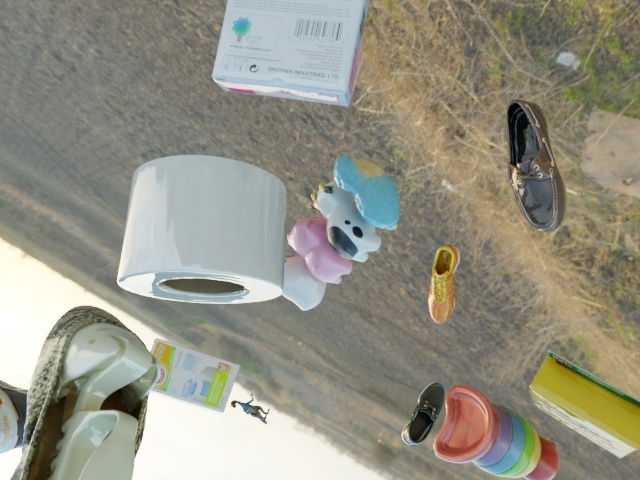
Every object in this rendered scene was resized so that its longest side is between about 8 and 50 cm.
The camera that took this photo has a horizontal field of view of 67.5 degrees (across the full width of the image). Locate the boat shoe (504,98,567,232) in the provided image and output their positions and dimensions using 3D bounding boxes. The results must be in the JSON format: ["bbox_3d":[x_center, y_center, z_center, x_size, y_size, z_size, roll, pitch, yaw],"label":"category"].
[{"bbox_3d":[0.319,-0.114,0.732,0.073,0.207,0.073,-19,164,41],"label":"boat shoe"}]

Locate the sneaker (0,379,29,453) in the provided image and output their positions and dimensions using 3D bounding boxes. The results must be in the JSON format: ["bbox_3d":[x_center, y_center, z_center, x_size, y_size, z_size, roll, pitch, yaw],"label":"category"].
[{"bbox_3d":[-0.643,0.319,0.878,0.321,0.126,0.127,-7,173,25],"label":"sneaker"}]

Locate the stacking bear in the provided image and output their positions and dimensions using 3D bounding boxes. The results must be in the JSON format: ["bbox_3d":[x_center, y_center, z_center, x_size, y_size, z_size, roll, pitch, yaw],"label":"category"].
[{"bbox_3d":[0.441,0.481,1.129,0.289,0.175,0.164,30,159,-20],"label":"stacking bear"}]

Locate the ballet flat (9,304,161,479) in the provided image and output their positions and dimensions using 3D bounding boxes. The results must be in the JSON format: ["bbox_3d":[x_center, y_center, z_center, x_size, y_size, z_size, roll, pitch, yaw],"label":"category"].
[{"bbox_3d":[-0.278,0.238,0.587,0.164,0.483,0.182,32,119,-31],"label":"ballet flat"}]

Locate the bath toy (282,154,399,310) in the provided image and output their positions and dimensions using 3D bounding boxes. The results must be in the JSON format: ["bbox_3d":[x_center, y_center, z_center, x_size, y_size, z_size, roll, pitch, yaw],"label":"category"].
[{"bbox_3d":[0.000,0.000,0.883,0.129,0.151,0.348,17,138,-21],"label":"bath toy"}]

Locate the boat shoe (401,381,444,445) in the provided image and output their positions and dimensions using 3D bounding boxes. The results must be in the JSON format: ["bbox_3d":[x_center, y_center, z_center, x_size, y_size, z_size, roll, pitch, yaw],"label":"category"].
[{"bbox_3d":[0.203,0.330,0.916,0.049,0.133,0.042,36,156,6],"label":"boat shoe"}]

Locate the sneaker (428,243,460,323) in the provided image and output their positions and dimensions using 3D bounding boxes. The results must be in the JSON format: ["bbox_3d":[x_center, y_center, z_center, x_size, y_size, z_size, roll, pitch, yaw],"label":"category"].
[{"bbox_3d":[0.261,0.095,1.046,0.064,0.175,0.067,6,-177,34],"label":"sneaker"}]

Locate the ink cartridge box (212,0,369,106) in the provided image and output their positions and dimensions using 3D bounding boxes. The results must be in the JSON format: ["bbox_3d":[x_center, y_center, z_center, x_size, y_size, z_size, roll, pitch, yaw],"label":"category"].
[{"bbox_3d":[-0.024,-0.350,0.651,0.185,0.311,0.065,10,180,10],"label":"ink cartridge box"}]

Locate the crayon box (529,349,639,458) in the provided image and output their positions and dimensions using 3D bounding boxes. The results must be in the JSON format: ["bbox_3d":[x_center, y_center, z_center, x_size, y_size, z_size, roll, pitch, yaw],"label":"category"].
[{"bbox_3d":[0.543,0.341,0.980,0.202,0.081,0.318,29,169,35],"label":"crayon box"}]

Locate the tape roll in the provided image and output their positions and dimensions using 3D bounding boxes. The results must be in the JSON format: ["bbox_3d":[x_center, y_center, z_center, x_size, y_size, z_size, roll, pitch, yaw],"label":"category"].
[{"bbox_3d":[-0.176,-0.005,0.747,0.246,0.169,0.246,0,163,0],"label":"tape roll"}]

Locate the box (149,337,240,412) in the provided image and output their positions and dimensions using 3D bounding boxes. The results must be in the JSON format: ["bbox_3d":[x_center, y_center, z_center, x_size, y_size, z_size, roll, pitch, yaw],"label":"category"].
[{"bbox_3d":[-0.304,0.315,1.103,0.203,0.114,0.103,21,154,-7],"label":"box"}]

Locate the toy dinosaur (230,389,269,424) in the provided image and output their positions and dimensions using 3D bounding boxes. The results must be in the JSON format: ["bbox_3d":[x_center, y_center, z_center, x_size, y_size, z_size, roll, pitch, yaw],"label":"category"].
[{"bbox_3d":[-0.155,0.370,1.036,0.082,0.047,0.090,13,122,7],"label":"toy dinosaur"}]
